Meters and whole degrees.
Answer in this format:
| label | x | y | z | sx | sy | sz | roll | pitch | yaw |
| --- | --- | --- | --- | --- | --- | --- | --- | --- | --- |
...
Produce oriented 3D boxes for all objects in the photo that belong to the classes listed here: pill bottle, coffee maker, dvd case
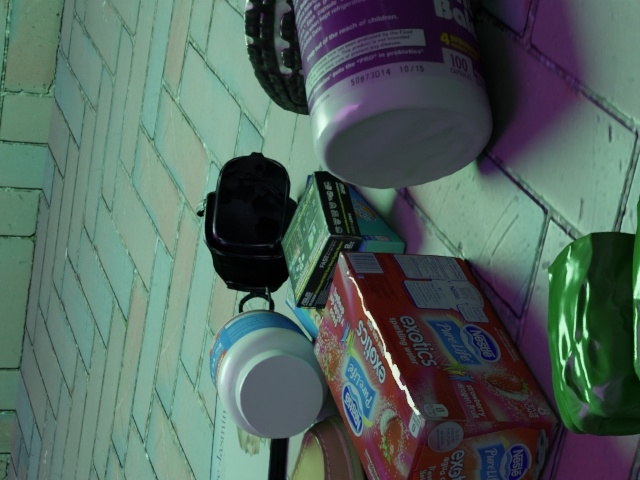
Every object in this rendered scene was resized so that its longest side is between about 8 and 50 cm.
| label | x | y | z | sx | sy | sz | roll | pitch | yaw |
| --- | --- | --- | --- | --- | --- | --- | --- | --- | --- |
| pill bottle | -0.057 | 0.152 | 1.863 | 0.221 | 0.124 | 0.124 | -146 | 60 | -80 |
| coffee maker | -0.074 | 0.001 | 1.946 | 0.178 | 0.120 | 0.171 | 87 | 166 | -79 |
| dvd case | -0.098 | 0.292 | 2.159 | 0.253 | 0.022 | 0.180 | -161 | 75 | -70 |
| pill bottle | 0.059 | -0.215 | 1.573 | 0.169 | 0.169 | 0.302 | 125 | 142 | -56 |

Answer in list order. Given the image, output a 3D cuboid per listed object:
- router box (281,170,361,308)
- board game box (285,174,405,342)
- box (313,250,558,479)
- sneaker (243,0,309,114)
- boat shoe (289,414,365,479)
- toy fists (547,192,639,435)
| label | x | y | z | sx | sy | sz | roll | pitch | yaw |
| --- | --- | --- | --- | --- | --- | --- | --- | --- | --- |
| router box | 0.000 | 0.000 | 1.761 | 0.122 | 0.038 | 0.092 | 115 | 151 | -45 |
| board game box | 0.023 | 0.038 | 1.817 | 0.210 | 0.047 | 0.160 | -128 | 45 | -62 |
| box | 0.096 | 0.128 | 1.488 | 0.257 | 0.128 | 0.123 | -116 | 34 | -52 |
| sneaker | 0.018 | -0.342 | 1.824 | 0.182 | 0.158 | 0.410 | -51 | -30 | -70 |
| boat shoe | -0.028 | 0.354 | 1.827 | 0.121 | 0.110 | 0.341 | -133 | 49 | -63 |
| toy fists | 0.239 | 0.054 | 1.160 | 0.279 | 0.096 | 0.142 | 133 | 146 | -63 |
